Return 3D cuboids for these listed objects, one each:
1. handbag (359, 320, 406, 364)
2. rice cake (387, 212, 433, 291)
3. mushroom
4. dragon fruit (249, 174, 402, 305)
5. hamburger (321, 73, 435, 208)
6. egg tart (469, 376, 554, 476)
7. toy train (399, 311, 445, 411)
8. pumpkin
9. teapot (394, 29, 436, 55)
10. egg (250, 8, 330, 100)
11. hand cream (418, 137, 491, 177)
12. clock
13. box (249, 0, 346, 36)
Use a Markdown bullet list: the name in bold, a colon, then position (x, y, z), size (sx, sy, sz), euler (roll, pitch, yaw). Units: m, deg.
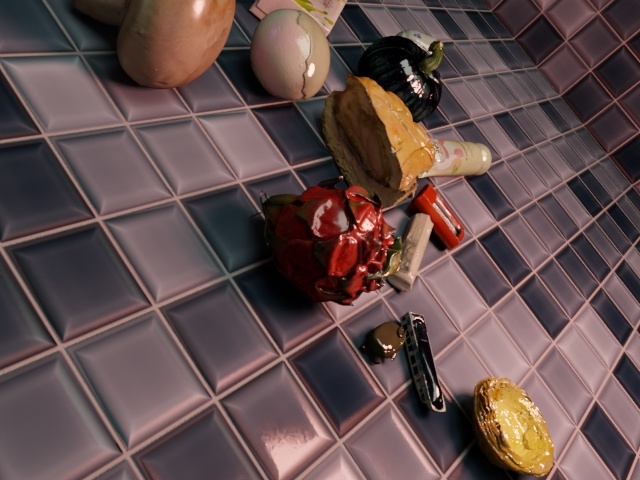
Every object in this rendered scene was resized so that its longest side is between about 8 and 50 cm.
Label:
- **handbag**: position (0.127, 0.189, 1.303), size (0.072, 0.047, 0.111), euler (48, 36, 10)
- **rice cake**: position (0.205, 0.020, 1.534), size (0.057, 0.052, 0.256), euler (20, 38, 7)
- **mushroom**: position (-0.313, -0.443, 1.274), size (0.289, 0.293, 0.293), euler (27, 38, 0)
- **dragon fruit**: position (0.000, 0.000, 1.241), size (0.293, 0.234, 0.233), euler (22, 27, 27)
- **hamburger**: position (0.154, -0.214, 1.603), size (0.208, 0.162, 0.330), euler (3, 53, -47)
- **egg tart**: position (0.366, 0.369, 1.346), size (0.212, 0.090, 0.213), euler (26, 44, -28)
- **toy train**: position (0.199, 0.238, 1.332), size (0.043, 0.047, 0.208), euler (17, 47, -34)
- **pumpkin**: position (0.237, -0.442, 1.824), size (0.248, 0.248, 0.248), euler (27, 41, -26)
- **teapot**: position (0.251, -0.553, 2.011), size (0.159, 0.159, 0.232), euler (32, 1, -21)
- **egg**: position (-0.064, -0.409, 1.536), size (0.183, 0.183, 0.217), euler (14, 38, -37)
- **hand cream**: position (0.343, -0.227, 1.881), size (0.305, 0.093, 0.147), euler (-4, 60, -36)
- **clock**: position (0.285, -0.053, 1.671), size (0.155, 0.061, 0.113), euler (50, 24, -3)
- **box**: position (-0.052, -0.625, 1.811), size (0.194, 0.111, 0.260), euler (37, 36, -15)
